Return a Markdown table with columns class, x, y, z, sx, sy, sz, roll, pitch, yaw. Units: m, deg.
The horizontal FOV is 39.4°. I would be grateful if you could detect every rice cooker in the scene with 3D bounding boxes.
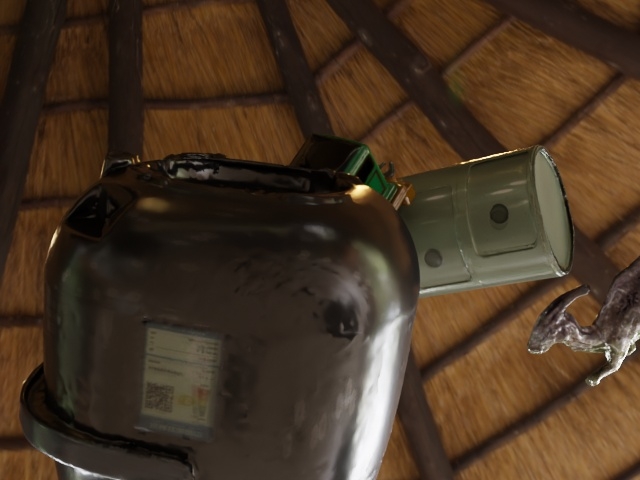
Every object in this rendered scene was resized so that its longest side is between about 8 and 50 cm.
| class | x | y | z | sx | sy | sz | roll | pitch | yaw |
| --- | --- | --- | --- | --- | --- | --- | --- | --- | --- |
| rice cooker | -0.062 | 0.060 | 0.604 | 0.267 | 0.267 | 0.224 | 3 | -76 | -12 |

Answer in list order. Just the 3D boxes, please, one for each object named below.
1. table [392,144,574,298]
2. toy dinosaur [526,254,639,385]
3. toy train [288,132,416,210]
| class | x | y | z | sx | sy | sz | roll | pitch | yaw |
| --- | --- | --- | --- | --- | --- | --- | --- | --- | --- |
| table | 0.126 | -0.010 | 0.887 | 0.220 | 0.126 | 0.126 | -11 | -56 | 28 |
| toy dinosaur | 0.387 | 0.081 | 1.063 | 0.294 | 0.077 | 0.162 | -33 | -49 | -7 |
| toy train | 0.000 | 0.000 | 0.790 | 0.227 | 0.091 | 0.136 | -55 | -38 | -24 |
